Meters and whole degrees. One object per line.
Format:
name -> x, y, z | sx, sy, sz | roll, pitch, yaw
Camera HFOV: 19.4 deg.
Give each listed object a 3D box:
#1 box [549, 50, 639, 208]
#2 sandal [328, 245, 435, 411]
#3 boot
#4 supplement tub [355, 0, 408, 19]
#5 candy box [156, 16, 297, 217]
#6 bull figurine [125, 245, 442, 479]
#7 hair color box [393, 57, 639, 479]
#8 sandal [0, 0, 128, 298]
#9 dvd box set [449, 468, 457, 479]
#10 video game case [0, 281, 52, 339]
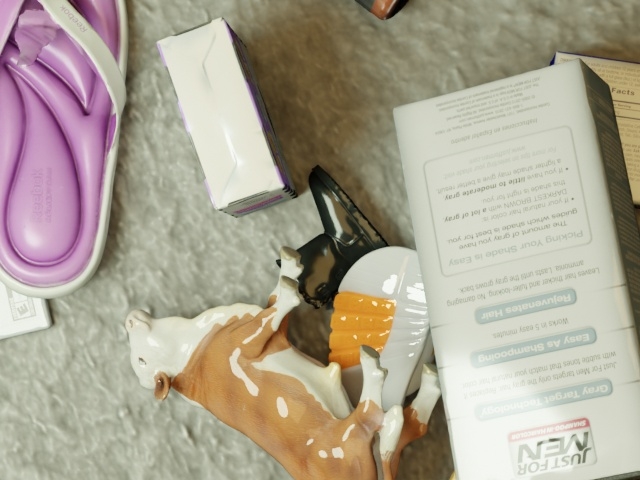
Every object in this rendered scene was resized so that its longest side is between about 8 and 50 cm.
box -> 0.277, -0.105, 1.816 | 0.126, 0.072, 0.137 | 9, 89, 4
sandal -> 0.059, 0.124, 1.823 | 0.102, 0.076, 0.265 | 23, 111, 25
boot -> 0.000, 0.000, 1.841 | 0.099, 0.045, 0.121 | -39, 87, 4
supplement tub -> 0.018, -0.310, 1.818 | 0.198, 0.106, 0.106 | 38, 90, 3
candy box -> -0.085, -0.111, 1.770 | 0.070, 0.196, 0.164 | -20, 87, 2
bull figurine -> -0.037, 0.129, 1.772 | 0.310, 0.101, 0.188 | 37, 113, 11
hair color box -> 0.198, 0.043, 1.705 | 0.185, 0.113, 0.374 | -14, 76, 20
sandal -> -0.263, -0.154, 1.815 | 0.169, 0.102, 0.416 | -6, 86, -9
dvd box set -> 0.256, 0.300, 1.793 | 0.308, 0.062, 0.420 | 28, 90, 11
video game case -> -0.384, 0.006, 1.867 | 0.193, 0.023, 0.212 | -13, 88, 2
